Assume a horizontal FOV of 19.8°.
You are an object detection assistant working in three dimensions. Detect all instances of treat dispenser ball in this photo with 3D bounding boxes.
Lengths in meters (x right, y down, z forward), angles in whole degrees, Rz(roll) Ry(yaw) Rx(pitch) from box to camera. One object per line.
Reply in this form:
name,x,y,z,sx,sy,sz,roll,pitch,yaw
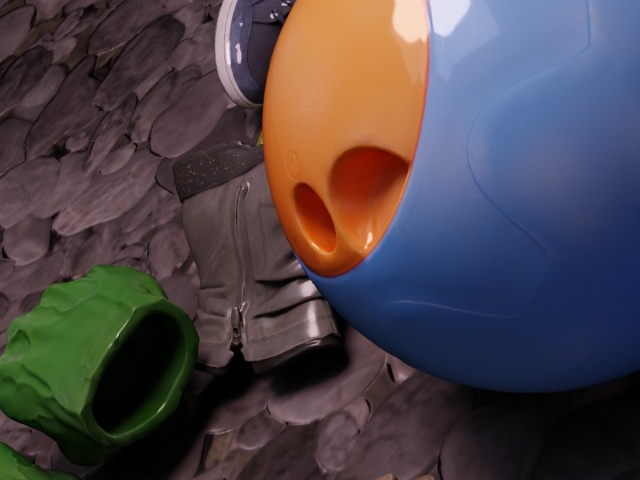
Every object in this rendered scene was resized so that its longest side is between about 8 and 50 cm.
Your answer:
treat dispenser ball,0.111,-0.061,0.996,0.288,0.288,0.288,-28,36,23

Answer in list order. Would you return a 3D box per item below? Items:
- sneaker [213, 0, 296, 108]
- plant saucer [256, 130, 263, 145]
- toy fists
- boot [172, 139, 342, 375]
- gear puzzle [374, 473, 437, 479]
sneaker,0.017,-0.206,1.450,0.163,0.086,0.226,-6,47,47
plant saucer,0.011,-0.057,1.327,0.188,0.045,0.188,-15,42,36
toy fists,-0.187,0.144,1.249,0.142,0.096,0.279,18,79,49
boot,0.000,0.000,1.213,0.246,0.083,0.161,-21,71,42
gear puzzle,0.017,0.219,1.017,0.339,0.044,0.175,-27,34,20
